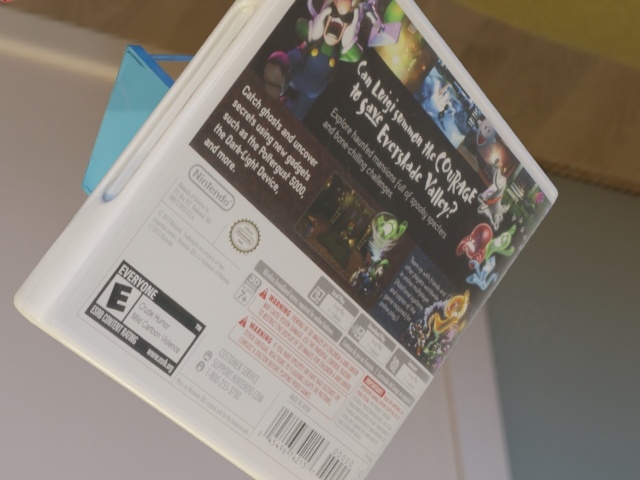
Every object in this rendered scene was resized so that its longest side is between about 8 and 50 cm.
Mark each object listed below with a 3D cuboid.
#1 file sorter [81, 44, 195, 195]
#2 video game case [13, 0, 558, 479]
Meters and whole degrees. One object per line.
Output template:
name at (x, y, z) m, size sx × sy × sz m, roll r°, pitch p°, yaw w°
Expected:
file sorter at (-0.067, -0.040, 1.011) m, size 0.104 × 0.170 × 0.118 m, roll -5°, pitch 129°, yaw -40°
video game case at (0.000, 0.000, 0.551) m, size 0.022 × 0.173 × 0.190 m, roll 27°, pitch 168°, yaw 44°
